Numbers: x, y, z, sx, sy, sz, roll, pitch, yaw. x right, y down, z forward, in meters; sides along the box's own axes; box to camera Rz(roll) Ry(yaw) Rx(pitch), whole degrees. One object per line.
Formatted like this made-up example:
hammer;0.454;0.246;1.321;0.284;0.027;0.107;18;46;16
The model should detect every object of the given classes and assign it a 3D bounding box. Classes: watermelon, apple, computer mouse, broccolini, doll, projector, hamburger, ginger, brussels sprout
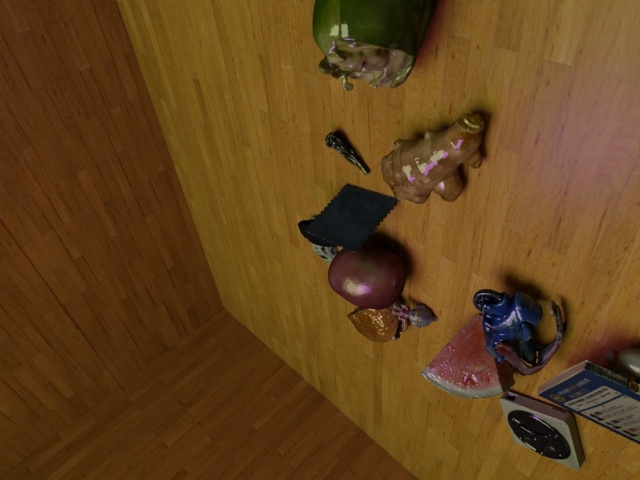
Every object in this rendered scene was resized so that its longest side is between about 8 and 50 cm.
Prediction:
watermelon;0.527;0.442;1.724;0.283;0.250;0.293;10;133;45
apple;0.180;0.125;1.854;0.305;0.305;0.235;31;108;35
computer mouse;0.042;-0.027;1.895;0.170;0.269;0.100;22;111;54
broccolini;0.103;-0.315;1.723;0.202;0.068;0.091;38;165;-4
doll;0.378;0.299;1.932;0.180;0.094;0.079;13;-177;15
projector;0.806;0.699;1.769;0.257;0.079;0.259;8;130;52
hamburger;0.266;0.346;2.092;0.209;0.162;0.330;52;147;5
doll;0.844;0.383;1.324;0.199;0.105;0.337;26;145;15
ginger;0.332;-0.206;1.373;0.375;0.166;0.237;-4;110;64
brussels sprout;0.132;-0.537;1.166;0.275;0.315;0.371;11;174;18

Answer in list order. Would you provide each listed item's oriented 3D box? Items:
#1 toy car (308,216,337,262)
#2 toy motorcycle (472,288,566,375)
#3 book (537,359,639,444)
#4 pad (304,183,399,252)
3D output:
toy car;0.000;0.000;2.186;0.090;0.076;0.224;7;128;55
toy motorcycle;0.620;0.259;1.503;0.182;0.240;0.319;-96;-16;-56
book;0.861;0.477;1.321;0.427;0.039;0.300;25;152;11
pad;0.108;-0.088;1.730;0.269;0.269;0.012;26;155;43
